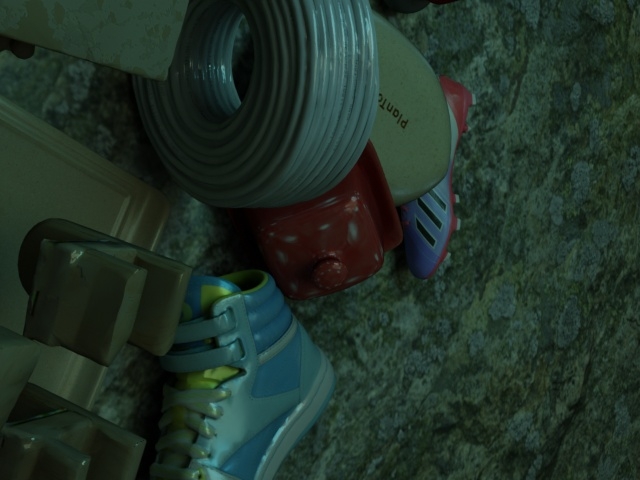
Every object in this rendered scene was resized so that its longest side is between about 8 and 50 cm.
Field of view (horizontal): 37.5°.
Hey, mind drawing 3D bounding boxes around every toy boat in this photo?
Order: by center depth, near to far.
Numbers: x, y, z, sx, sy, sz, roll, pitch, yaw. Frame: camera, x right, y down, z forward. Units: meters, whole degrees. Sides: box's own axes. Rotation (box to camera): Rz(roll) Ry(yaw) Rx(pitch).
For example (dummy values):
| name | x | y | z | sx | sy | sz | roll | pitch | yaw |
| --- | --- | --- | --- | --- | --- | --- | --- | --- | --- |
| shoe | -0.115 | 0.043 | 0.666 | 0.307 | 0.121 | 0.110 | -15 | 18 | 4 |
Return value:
| name | x | y | z | sx | sy | sz | roll | pitch | yaw |
| --- | --- | --- | --- | --- | --- | --- | --- | --- | --- |
| toy boat | 0.064 | -0.191 | 1.030 | 0.267 | 0.148 | 0.318 | 44 | 69 | -34 |

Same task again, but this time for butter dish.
| name | x | y | z | sx | sy | sz | roll | pitch | yaw |
| --- | --- | --- | --- | --- | --- | --- | --- | --- | --- |
| butter dish | 0.000 | 0.000 | 0.920 | 0.118 | 0.160 | 0.160 | -103 | 173 | -50 |

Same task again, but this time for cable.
| name | x | y | z | sx | sy | sz | roll | pitch | yaw |
| --- | --- | --- | --- | --- | --- | --- | --- | --- | --- |
| cable | -0.063 | -0.153 | 0.793 | 0.089 | 0.257 | 0.257 | -8 | 106 | -42 |

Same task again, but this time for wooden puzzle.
| name | x | y | z | sx | sy | sz | roll | pitch | yaw |
| --- | --- | --- | --- | --- | --- | --- | --- | --- | --- |
| wooden puzzle | -0.255 | 0.011 | 0.762 | 0.239 | 0.044 | 0.221 | 32 | 70 | -39 |

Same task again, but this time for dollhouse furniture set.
| name | x | y | z | sx | sy | sz | roll | pitch | yaw |
| --- | --- | --- | --- | --- | --- | --- | --- | --- | --- |
| dollhouse furniture set | -0.270 | -0.010 | 0.544 | 0.362 | 0.256 | 0.394 | 1 | 108 | -67 |

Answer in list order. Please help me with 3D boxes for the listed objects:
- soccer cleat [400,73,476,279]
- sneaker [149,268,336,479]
| name | x | y | z | sx | sy | sz | roll | pitch | yaw |
| --- | --- | --- | --- | --- | --- | --- | --- | --- | --- |
| soccer cleat | 0.122 | -0.079 | 1.142 | 0.095 | 0.083 | 0.248 | 10 | 91 | -18 |
| sneaker | -0.120 | 0.153 | 0.856 | 0.319 | 0.127 | 0.208 | -55 | 132 | -41 |
